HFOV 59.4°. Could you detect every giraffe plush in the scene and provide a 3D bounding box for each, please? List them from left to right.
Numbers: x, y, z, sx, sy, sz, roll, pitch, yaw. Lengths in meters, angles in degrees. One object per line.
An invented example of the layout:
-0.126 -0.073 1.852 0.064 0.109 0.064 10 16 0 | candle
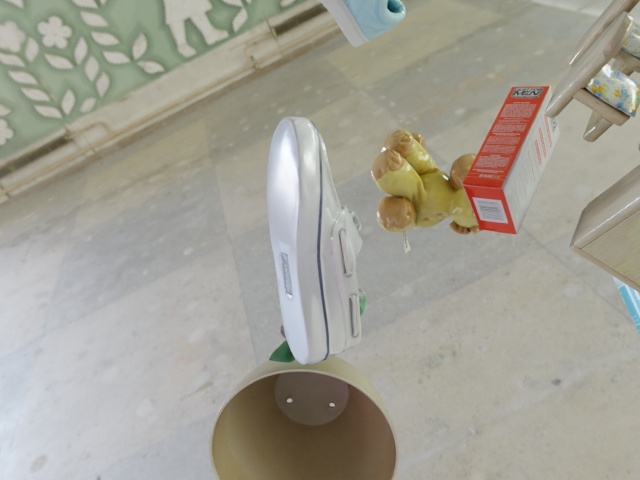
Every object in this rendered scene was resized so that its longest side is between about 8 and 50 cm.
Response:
0.194 -0.071 0.865 0.171 0.210 0.181 0 38 30 | giraffe plush

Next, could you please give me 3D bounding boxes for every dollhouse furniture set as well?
0.298 -0.090 0.398 0.212 0.161 0.242 32 60 2 | dollhouse furniture set

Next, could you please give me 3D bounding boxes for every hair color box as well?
0.197 -0.083 0.571 0.043 0.072 0.141 12 58 39 | hair color box

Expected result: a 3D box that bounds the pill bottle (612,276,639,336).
0.523 0.126 0.773 0.146 0.146 0.264 -19 69 12 | pill bottle

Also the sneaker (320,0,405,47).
0.062 -0.503 1.036 0.150 0.366 0.135 -21 75 19 | sneaker

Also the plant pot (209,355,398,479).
-0.020 0.295 0.927 0.284 0.284 0.191 -21 13 9 | plant pot

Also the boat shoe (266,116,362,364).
0.000 0.000 0.584 0.084 0.258 0.095 -11 21 -25 | boat shoe

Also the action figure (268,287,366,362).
0.017 0.108 0.861 0.137 0.063 0.232 -24 0 21 | action figure
